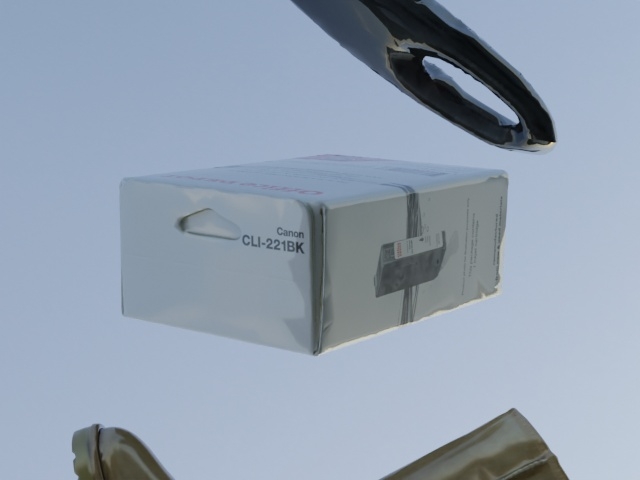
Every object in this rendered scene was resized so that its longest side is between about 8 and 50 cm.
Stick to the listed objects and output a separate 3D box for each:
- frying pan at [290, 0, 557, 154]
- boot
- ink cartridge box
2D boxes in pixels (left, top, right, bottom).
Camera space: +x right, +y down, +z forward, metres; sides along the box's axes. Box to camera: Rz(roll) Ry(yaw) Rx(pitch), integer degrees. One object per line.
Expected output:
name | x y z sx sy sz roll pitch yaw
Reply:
frying pan | -0.065 -0.158 0.363 0.053 0.326 0.197 -56 -22 -38
boot | 0.008 0.171 0.761 0.269 0.236 0.089 -24 -22 -7
ink cartridge box | 0.000 0.000 0.996 0.273 0.197 0.114 -11 -75 -53
